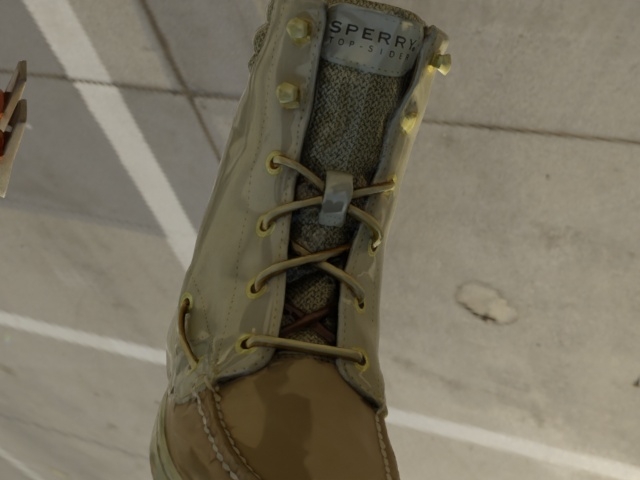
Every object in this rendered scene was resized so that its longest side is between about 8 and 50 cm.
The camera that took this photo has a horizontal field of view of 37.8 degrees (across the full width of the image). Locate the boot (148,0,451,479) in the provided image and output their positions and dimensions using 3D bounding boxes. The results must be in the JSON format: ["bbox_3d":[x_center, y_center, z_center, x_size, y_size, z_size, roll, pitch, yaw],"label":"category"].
[{"bbox_3d":[0.000,0.000,0.399,0.095,0.203,0.262,16,-165,-14],"label":"boot"}]

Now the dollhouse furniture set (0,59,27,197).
[{"bbox_3d":[-0.411,-0.186,0.883,0.262,0.259,0.135,14,123,-26],"label":"dollhouse furniture set"}]
